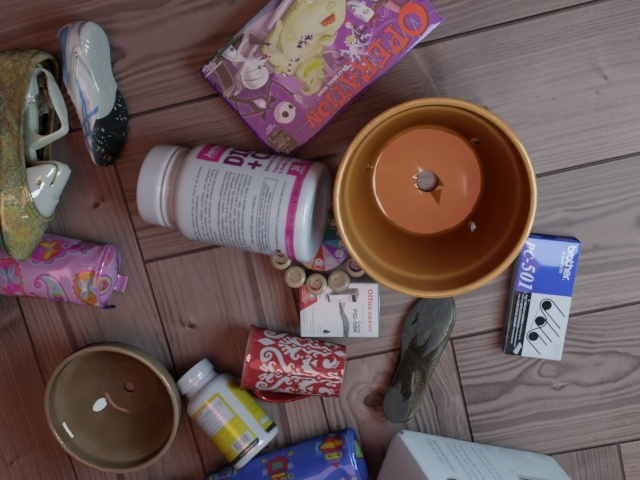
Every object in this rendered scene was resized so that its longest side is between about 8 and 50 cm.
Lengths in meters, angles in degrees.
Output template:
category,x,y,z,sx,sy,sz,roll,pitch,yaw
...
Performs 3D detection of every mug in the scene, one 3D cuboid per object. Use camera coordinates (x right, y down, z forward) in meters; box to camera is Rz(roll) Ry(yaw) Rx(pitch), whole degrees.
category,x,y,z,sx,sy,sz,roll,pitch,yaw
mug,-0.047,0.220,1.329,0.169,0.150,0.113,8,67,-1

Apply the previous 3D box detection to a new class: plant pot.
category,x,y,z,sx,sy,sz,roll,pitch,yaw
plant pot,-0.355,0.281,1.351,0.237,0.110,0.238,1,102,5
plant pot,0.169,-0.077,1.175,0.290,0.203,0.291,1,102,4

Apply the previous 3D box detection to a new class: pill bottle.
category,x,y,z,sx,sy,sz,roll,pitch,yaw
pill bottle,-0.136,-0.067,1.217,0.282,0.160,0.161,10,104,12
pill bottle,-0.168,0.300,1.335,0.103,0.103,0.184,-44,83,13

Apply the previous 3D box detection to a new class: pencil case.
category,x,y,z,sx,sy,sz,roll,pitch,yaw
pencil case,-0.483,0.043,1.306,0.283,0.124,0.124,8,103,2
pencil case,-0.055,0.432,1.357,0.306,0.119,0.133,-19,138,8

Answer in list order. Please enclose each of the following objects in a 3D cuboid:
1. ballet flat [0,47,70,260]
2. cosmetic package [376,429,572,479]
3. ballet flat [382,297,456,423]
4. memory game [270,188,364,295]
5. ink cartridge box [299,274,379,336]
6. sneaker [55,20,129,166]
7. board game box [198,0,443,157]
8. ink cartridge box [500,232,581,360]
category,x,y,z,sx,sy,sz,roll,pitch,yaw
ballet flat,-0.459,-0.145,1.224,0.123,0.123,0.349,-6,82,6
cosmetic package,0.248,0.577,1.214,0.327,0.329,0.394,14,104,-19
ballet flat,0.175,0.202,1.319,0.084,0.058,0.250,24,101,36
memory game,0.000,0.000,1.274,0.186,0.012,0.186,-1,83,7
ink cartridge box,0.034,0.112,1.305,0.135,0.056,0.099,-1,102,6
sneaker,-0.379,-0.240,1.256,0.086,0.085,0.237,5,110,32
board game box,-0.002,-0.312,1.218,0.347,0.056,0.208,-41,101,12
ink cartridge box,0.368,0.093,1.278,0.097,0.046,0.207,6,103,3
